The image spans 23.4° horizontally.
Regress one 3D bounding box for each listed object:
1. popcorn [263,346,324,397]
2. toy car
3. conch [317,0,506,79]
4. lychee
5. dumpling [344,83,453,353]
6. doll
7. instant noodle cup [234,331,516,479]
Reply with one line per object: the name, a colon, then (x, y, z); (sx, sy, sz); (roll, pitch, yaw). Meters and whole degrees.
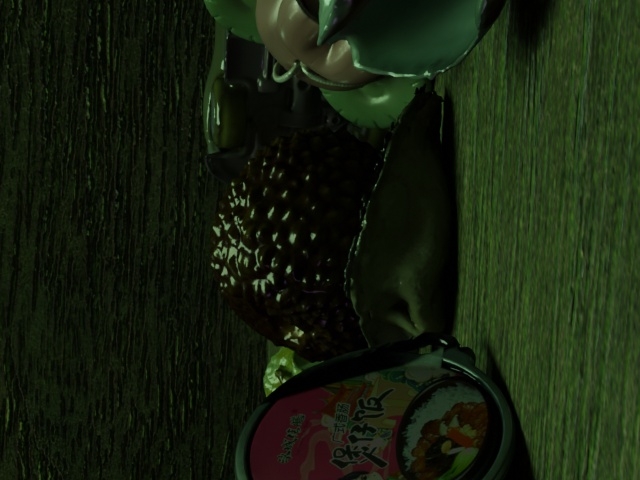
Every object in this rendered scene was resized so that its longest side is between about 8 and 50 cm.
popcorn: (-0.001, 0.246, 2.110); (0.204, 0.184, 0.221); (125, 158, -57)
toy car: (-0.028, -0.254, 1.914); (0.226, 0.242, 0.336); (-106, 17, -59)
conch: (0.086, -0.299, 1.226); (0.249, 0.197, 0.368); (45, 156, 6)
lychee: (0.000, 0.000, 1.813); (0.267, 0.268, 0.267); (178, 90, -83)
dumpling: (0.096, 0.014, 1.626); (0.166, 0.086, 0.332); (-40, -44, -57)
doll: (0.006, -0.232, 1.662); (0.216, 0.284, 0.268); (-58, 8, -32)
instant noodle cup: (0.062, 0.248, 1.436); (0.258, 0.302, 0.181); (19, 136, 37)
